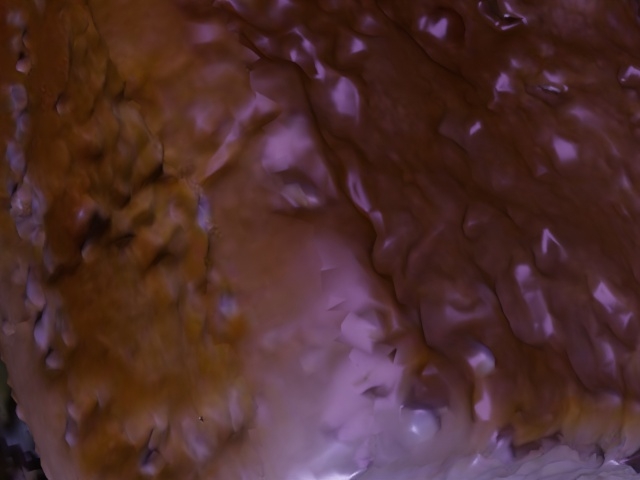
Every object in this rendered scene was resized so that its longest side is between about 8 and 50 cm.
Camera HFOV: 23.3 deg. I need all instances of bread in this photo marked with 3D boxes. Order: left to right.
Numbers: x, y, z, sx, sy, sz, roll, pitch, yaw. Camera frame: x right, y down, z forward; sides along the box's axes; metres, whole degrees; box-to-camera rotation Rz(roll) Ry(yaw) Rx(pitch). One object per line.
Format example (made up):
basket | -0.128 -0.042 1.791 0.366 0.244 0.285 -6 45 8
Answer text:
bread | 0.000 0.000 0.449 0.195 0.176 0.246 -5 66 -35
